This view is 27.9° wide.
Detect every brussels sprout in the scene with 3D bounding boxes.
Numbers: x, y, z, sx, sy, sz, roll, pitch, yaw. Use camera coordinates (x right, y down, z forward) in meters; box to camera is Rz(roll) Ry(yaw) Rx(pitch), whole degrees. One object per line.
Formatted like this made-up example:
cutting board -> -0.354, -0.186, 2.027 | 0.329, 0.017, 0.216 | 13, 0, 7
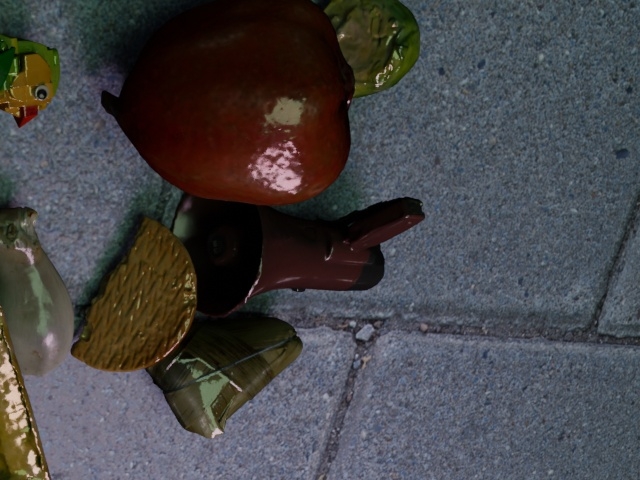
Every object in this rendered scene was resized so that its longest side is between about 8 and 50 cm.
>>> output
brussels sprout -> 0.070, -0.278, 1.824 | 0.122, 0.152, 0.149 | 2, 85, -67

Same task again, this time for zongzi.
zongzi -> -0.165, 0.136, 1.885 | 0.221, 0.112, 0.242 | -39, 104, -27

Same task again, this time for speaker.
speaker -> -0.018, -0.015, 1.845 | 0.329, 0.198, 0.259 | -1, 134, -42

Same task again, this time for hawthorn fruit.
hawthorn fruit -> -0.097, -0.179, 1.644 | 0.311, 0.295, 0.295 | -14, 120, -34

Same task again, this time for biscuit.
biscuit -> -0.242, 0.088, 1.776 | 0.224, 0.144, 0.033 | -63, 173, 6

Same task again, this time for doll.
doll -> -0.396, -0.213, 1.525 | 0.186, 0.106, 0.134 | 23, 87, -41

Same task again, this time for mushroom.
mushroom -> -0.383, 0.066, 1.682 | 0.116, 0.093, 0.225 | -3, 121, -11

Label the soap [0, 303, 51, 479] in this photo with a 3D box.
soap -> -0.514, 0.187, 1.582 | 0.293, 0.156, 0.335 | -16, 121, -12
